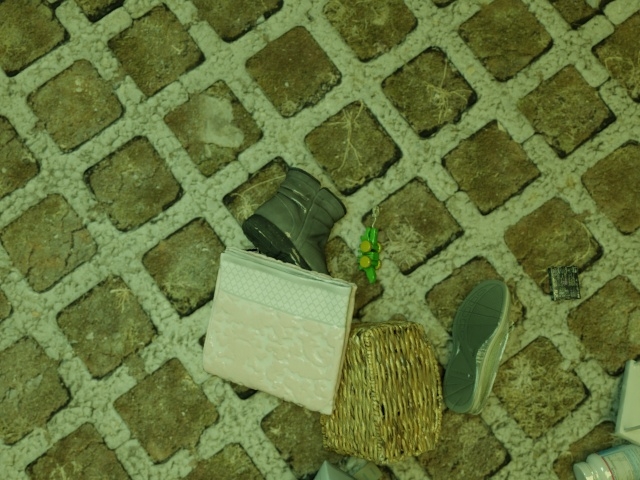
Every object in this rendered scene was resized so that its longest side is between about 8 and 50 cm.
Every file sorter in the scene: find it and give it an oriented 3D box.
[{"bbox_3d":[0.846,0.389,1.280,0.278,0.173,0.192,27,59,2],"label":"file sorter"}]

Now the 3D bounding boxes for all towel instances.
[{"bbox_3d":[-0.099,0.201,1.287,0.332,0.053,0.316,15,105,18],"label":"towel"}]

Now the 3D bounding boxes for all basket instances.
[{"bbox_3d":[0.135,0.337,1.342,0.214,0.223,0.298,-2,82,-35],"label":"basket"}]

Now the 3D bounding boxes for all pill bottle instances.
[{"bbox_3d":[0.677,0.528,1.333,0.160,0.087,0.087,-15,84,-2],"label":"pill bottle"}]

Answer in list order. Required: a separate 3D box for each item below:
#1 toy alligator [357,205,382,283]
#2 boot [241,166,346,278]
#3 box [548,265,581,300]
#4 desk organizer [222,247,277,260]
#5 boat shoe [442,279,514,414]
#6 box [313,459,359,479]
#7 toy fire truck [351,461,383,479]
[{"bbox_3d":[0.115,0.010,1.402,0.051,0.056,0.189,-3,82,39],"label":"toy alligator"},{"bbox_3d":[0.000,0.000,1.364,0.338,0.118,0.222,49,62,-16],"label":"boot"},{"bbox_3d":[0.598,0.105,1.413,0.067,0.018,0.083,-4,84,-1],"label":"box"},{"bbox_3d":[-0.167,0.042,1.390,0.130,0.050,0.047,-6,84,-2],"label":"desk organizer"},{"bbox_3d":[0.379,0.250,1.358,0.118,0.103,0.320,7,77,45],"label":"boat shoe"},{"bbox_3d":[-0.005,0.646,1.118,0.168,0.215,0.345,32,83,2],"label":"box"},{"bbox_3d":[0.061,0.641,1.294,0.246,0.158,0.217,-43,86,5],"label":"toy fire truck"}]
